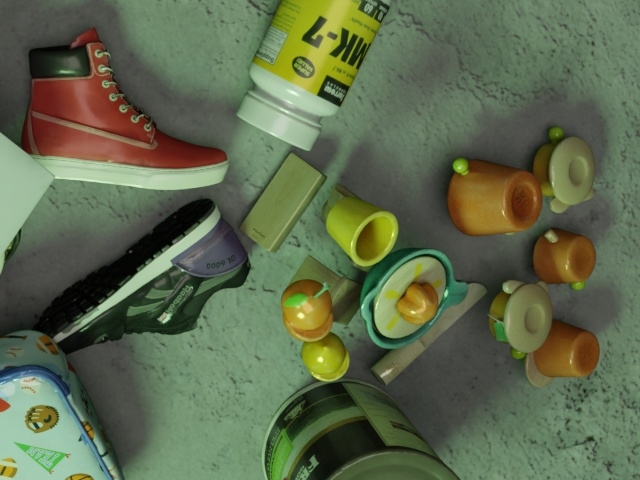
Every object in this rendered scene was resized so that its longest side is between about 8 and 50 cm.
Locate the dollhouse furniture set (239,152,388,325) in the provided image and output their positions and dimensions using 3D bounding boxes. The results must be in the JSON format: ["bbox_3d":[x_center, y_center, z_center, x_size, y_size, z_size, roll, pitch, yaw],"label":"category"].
[{"bbox_3d":[0.000,0.000,1.809,0.151,0.123,0.144,36,93,18],"label":"dollhouse furniture set"}]

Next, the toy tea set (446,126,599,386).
[{"bbox_3d":[0.252,0.030,1.846,0.200,0.124,0.336,-13,103,-39],"label":"toy tea set"}]

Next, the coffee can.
[{"bbox_3d":[0.050,0.301,1.755,0.201,0.275,0.202,-2,102,-11],"label":"coffee can"}]

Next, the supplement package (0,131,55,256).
[{"bbox_3d":[-0.457,-0.032,1.570,0.262,0.145,0.204,-57,138,-9],"label":"supplement package"}]

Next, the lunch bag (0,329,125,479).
[{"bbox_3d":[-0.370,0.264,1.705,0.243,0.115,0.303,-22,124,-4],"label":"lunch bag"}]

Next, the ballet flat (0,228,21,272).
[{"bbox_3d":[-0.440,0.069,1.685,0.095,0.096,0.280,30,96,-39],"label":"ballet flat"}]

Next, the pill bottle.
[{"bbox_3d":[-0.010,-0.220,1.711,0.119,0.119,0.209,24,96,-16],"label":"pill bottle"}]

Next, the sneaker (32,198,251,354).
[{"bbox_3d":[-0.210,0.082,1.745,0.283,0.107,0.124,-35,113,-3],"label":"sneaker"}]

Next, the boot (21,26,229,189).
[{"bbox_3d":[-0.221,-0.154,1.700,0.244,0.088,0.176,6,99,-10],"label":"boot"}]

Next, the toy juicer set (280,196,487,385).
[{"bbox_3d":[0.082,0.097,1.739,0.209,0.089,0.329,-55,139,1],"label":"toy juicer set"}]
